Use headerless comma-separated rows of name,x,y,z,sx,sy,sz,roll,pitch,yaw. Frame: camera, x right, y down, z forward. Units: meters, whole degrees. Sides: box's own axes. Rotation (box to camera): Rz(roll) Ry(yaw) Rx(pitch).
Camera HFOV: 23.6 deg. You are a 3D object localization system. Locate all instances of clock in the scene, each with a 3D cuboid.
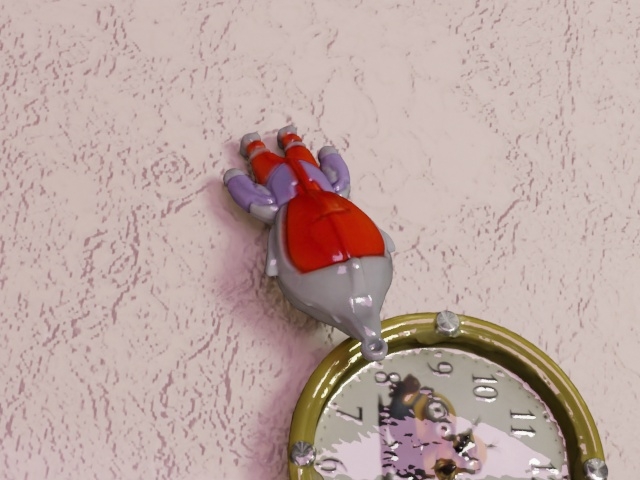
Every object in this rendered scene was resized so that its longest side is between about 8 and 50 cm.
clock,0.088,0.167,1.100,0.237,0.057,0.237,4,63,-8

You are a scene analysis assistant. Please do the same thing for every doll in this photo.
doll,0.000,0.000,1.133,0.102,0.075,0.227,-16,54,-19
